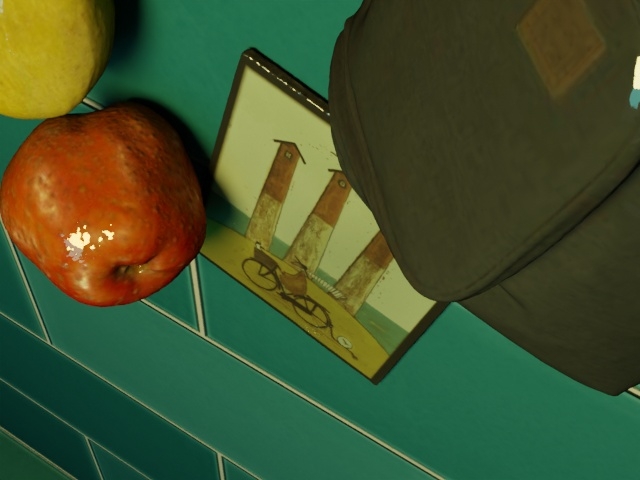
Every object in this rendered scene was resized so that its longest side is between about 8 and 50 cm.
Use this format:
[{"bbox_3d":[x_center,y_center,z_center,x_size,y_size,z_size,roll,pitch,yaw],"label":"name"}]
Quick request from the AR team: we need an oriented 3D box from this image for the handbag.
[{"bbox_3d":[0.122,-0.066,0.443,0.275,0.178,0.302,30,150,-5],"label":"handbag"}]

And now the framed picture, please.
[{"bbox_3d":[0.000,0.000,0.845,0.244,0.013,0.324,36,150,5],"label":"framed picture"}]

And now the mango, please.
[{"bbox_3d":[-0.269,-0.239,0.711,0.195,0.142,0.331,-2,123,41],"label":"mango"}]

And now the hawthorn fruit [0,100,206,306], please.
[{"bbox_3d":[-0.186,-0.031,0.846,0.189,0.189,0.189,27,147,20],"label":"hawthorn fruit"}]
